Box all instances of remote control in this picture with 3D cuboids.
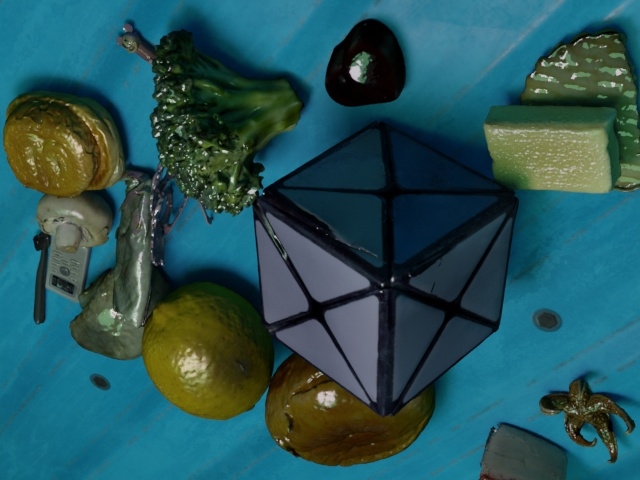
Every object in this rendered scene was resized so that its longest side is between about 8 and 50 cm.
[{"bbox_3d":[-0.538,0.052,2.102,0.087,0.029,0.190,26,133,3],"label":"remote control"}]

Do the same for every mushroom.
[{"bbox_3d":[-0.419,0.169,2.051,0.189,0.164,0.267,45,131,-13],"label":"mushroom"},{"bbox_3d":[-0.483,-0.037,1.928,0.154,0.122,0.154,9,157,4],"label":"mushroom"}]

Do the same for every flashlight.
[{"bbox_3d":[-0.300,-0.320,1.683,0.110,0.031,0.052,38,132,-8],"label":"flashlight"}]

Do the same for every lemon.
[{"bbox_3d":[-0.215,0.221,1.947,0.253,0.253,0.310,-19,121,35],"label":"lemon"}]

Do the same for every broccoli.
[{"bbox_3d":[-0.161,-0.202,1.637,0.245,0.248,0.288,-16,131,-16],"label":"broccoli"}]

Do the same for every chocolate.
[{"bbox_3d":[0.066,-0.253,1.537,0.125,0.080,0.148,41,131,-10],"label":"chocolate"}]

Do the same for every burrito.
[{"bbox_3d":[-0.355,0.018,1.893,0.096,0.066,0.309,20,110,46],"label":"burrito"}]

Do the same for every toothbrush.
[{"bbox_3d":[-0.618,0.089,2.171,0.030,0.030,0.297,43,139,23],"label":"toothbrush"}]

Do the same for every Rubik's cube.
[{"bbox_3d":[0.098,0.031,1.553,0.307,0.305,0.310,34,142,33],"label":"Rubik's cube"}]

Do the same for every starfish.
[{"bbox_3d":[0.503,0.330,1.819,0.190,0.074,0.146,44,133,-14],"label":"starfish"}]

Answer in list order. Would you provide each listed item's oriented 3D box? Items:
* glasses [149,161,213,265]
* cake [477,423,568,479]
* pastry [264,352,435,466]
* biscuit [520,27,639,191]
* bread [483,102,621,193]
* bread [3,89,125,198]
[{"bbox_3d":[-0.264,-0.057,1.796,0.095,0.162,0.255,15,132,9],"label":"glasses"},{"bbox_3d":[0.402,0.512,1.962,0.159,0.158,0.262,10,132,19],"label":"cake"},{"bbox_3d":[0.058,0.320,1.908,0.356,0.164,0.356,-1,142,-1],"label":"pastry"},{"bbox_3d":[0.390,-0.186,1.472,0.187,0.036,0.273,-3,126,27],"label":"biscuit"},{"bbox_3d":[0.346,-0.136,1.466,0.188,0.068,0.125,4,130,27],"label":"bread"},{"bbox_3d":[-0.479,-0.179,1.821,0.236,0.120,0.198,9,128,18],"label":"bread"}]
